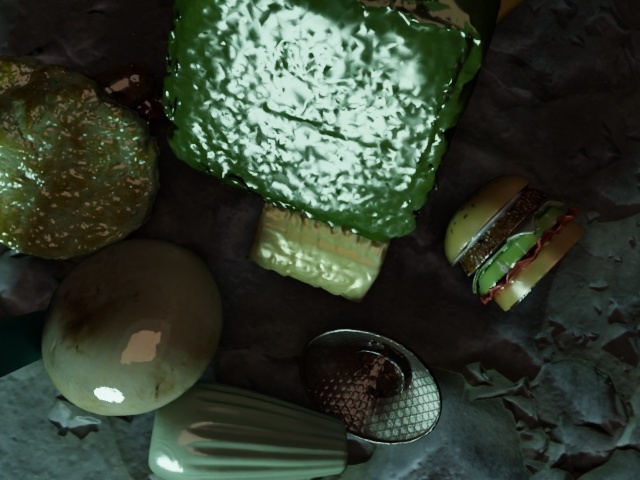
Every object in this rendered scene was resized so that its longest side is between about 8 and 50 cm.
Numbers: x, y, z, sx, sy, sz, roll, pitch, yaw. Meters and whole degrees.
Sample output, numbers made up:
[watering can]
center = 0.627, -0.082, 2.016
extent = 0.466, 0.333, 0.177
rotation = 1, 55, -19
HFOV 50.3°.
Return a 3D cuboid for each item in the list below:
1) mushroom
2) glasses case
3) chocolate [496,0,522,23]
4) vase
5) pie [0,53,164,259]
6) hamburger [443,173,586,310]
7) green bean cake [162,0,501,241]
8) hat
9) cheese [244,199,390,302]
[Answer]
[mushroom]
center = -0.223, 0.107, 0.831
extent = 0.226, 0.178, 0.226
rotation = -7, 49, 9
[glasses case]
center = -0.394, 0.134, 0.759
extent = 0.117, 0.301, 0.070
rotation = -22, 92, -2
[chocolate]
center = 0.237, -0.332, 0.894
extent = 0.219, 0.085, 0.085
rotation = -37, 91, -6
[vase]
center = -0.087, 0.251, 0.864
extent = 0.248, 0.128, 0.128
rotation = 9, 90, -11
[pie]
center = -0.333, -0.102, 0.861
extent = 0.274, 0.105, 0.257
rotation = 4, 99, -1
[hamburger]
center = 0.233, -0.006, 0.854
extent = 0.175, 0.175, 0.137
rotation = -45, 79, -1
[green bean cake]
center = 0.011, -0.191, 0.751
extent = 0.319, 0.335, 0.218
rotation = 23, 49, 2
[hat]
center = 0.074, 0.169, 0.891
extent = 0.193, 0.082, 0.193
rotation = 13, 126, 18
[cheese]
center = 0.000, 0.000, 0.870
extent = 0.167, 0.094, 0.123
rotation = 20, 115, -1
